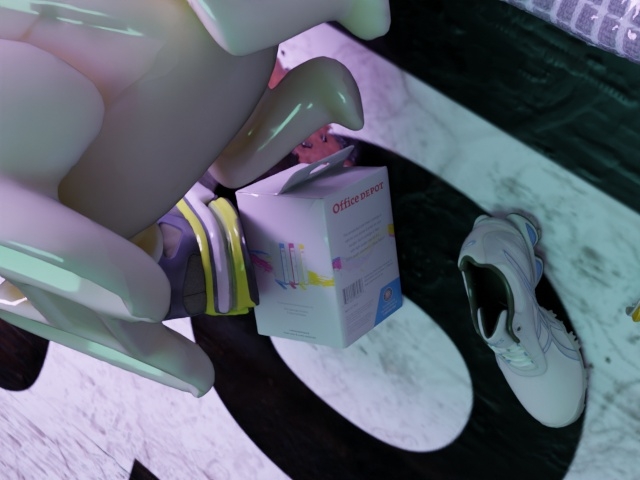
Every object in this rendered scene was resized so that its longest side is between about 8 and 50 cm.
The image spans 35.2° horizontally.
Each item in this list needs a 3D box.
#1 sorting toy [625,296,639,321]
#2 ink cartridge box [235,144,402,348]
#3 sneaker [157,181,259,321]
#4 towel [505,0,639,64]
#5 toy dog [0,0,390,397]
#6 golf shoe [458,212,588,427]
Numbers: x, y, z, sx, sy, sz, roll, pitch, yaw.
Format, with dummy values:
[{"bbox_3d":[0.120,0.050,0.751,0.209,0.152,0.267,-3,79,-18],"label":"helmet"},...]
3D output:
[{"bbox_3d":[0.256,0.034,0.683,0.075,0.045,0.083,17,121,8],"label":"sorting toy"},{"bbox_3d":[0.000,0.000,0.818,0.090,0.092,0.143,5,111,36],"label":"ink cartridge box"},{"bbox_3d":[-0.164,-0.016,0.870,0.300,0.121,0.111,34,131,56],"label":"sneaker"},{"bbox_3d":[0.155,-0.256,0.569,0.235,0.121,0.283,28,124,25],"label":"towel"},{"bbox_3d":[-0.144,-0.150,0.685,0.396,0.407,0.284,19,161,17],"label":"toy dog"},{"bbox_3d":[0.141,0.070,0.749,0.069,0.086,0.176,-15,102,38],"label":"golf shoe"}]
